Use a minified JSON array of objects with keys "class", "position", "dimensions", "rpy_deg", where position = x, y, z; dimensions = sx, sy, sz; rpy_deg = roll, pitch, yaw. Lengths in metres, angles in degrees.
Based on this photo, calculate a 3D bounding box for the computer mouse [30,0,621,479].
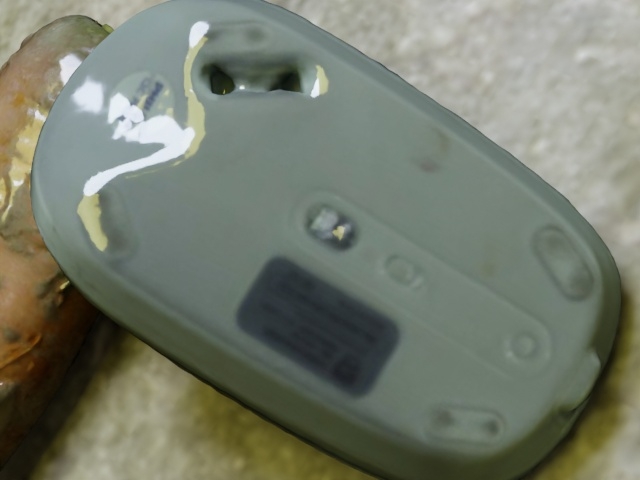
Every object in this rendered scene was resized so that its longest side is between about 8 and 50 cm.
[{"class":"computer mouse","position":[0.000,0.001,0.842],"dimensions":[0.331,0.095,0.197],"rpy_deg":[35,83,4]}]

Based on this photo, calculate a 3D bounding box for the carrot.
[{"class":"carrot","position":[-0.183,0.010,0.935],"dimensions":[0.139,0.139,0.302],"rpy_deg":[29,83,31]}]
